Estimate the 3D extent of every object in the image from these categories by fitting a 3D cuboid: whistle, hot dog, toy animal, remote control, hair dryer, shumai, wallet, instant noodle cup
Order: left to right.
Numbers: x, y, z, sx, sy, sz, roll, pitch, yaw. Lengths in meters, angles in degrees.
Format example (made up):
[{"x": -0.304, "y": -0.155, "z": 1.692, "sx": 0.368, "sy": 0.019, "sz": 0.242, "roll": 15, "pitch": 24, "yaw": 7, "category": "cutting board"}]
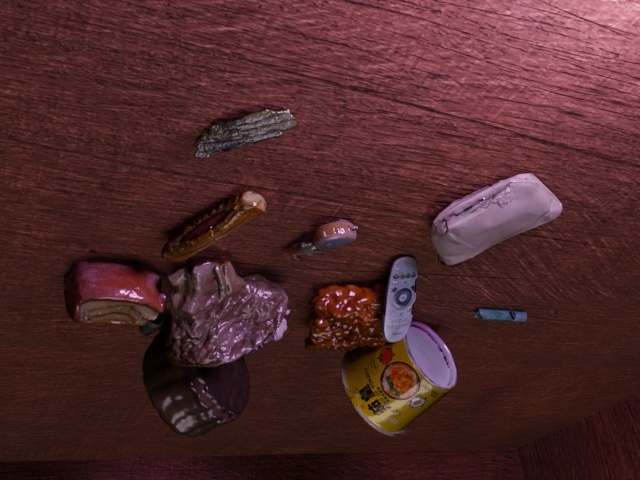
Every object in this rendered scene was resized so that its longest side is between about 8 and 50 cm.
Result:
[{"x": -0.517, "y": 0.215, "z": 2.020, "sx": 0.154, "sy": 0.054, "sz": 0.106, "roll": 20, "pitch": 146, "yaw": -25, "category": "hair dryer"}, {"x": -0.241, "y": -0.030, "z": 1.626, "sx": 0.289, "sy": 0.068, "sz": 0.083, "roll": -30, "pitch": 168, "yaw": 26, "category": "hot dog"}, {"x": -0.273, "y": 0.154, "z": 1.870, "sx": 0.346, "sy": 0.217, "sz": 0.283, "roll": -33, "pitch": 112, "yaw": -11, "category": "shumai"}, {"x": -0.129, "y": 0.239, "z": 2.077, "sx": 0.071, "sy": 0.124, "sz": 0.085, "roll": -19, "pitch": 148, "yaw": 28, "category": "toy animal"}, {"x": 0.000, "y": 0.000, "z": 1.758, "sx": 0.220, "sy": 0.057, "sz": 0.107, "roll": -25, "pitch": 161, "yaw": 35, "category": "whistle"}, {"x": 0.212, "y": 0.159, "z": 1.984, "sx": 0.097, "sy": 0.045, "sz": 0.256, "roll": -3, "pitch": 114, "yaw": -26, "category": "remote control"}, {"x": 0.264, "y": 0.426, "z": 2.351, "sx": 0.325, "sy": 0.325, "sz": 0.254, "roll": 21, "pitch": 131, "yaw": -42, "category": "instant noodle cup"}, {"x": 0.409, "y": -0.049, "z": 1.777, "sx": 0.335, "sy": 0.068, "sz": 0.275, "roll": -25, "pitch": 151, "yaw": 16, "category": "wallet"}, {"x": 0.579, "y": 0.240, "z": 2.360, "sx": 0.186, "sy": 0.039, "sz": 0.039, "roll": 6, "pitch": 148, "yaw": -23, "category": "whistle"}]

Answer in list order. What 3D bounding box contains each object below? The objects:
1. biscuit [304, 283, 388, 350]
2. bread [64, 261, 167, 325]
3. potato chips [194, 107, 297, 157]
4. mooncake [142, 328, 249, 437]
[{"x": 0.114, "y": 0.227, "z": 2.137, "sx": 0.318, "sy": 0.110, "sz": 0.312, "roll": -4, "pitch": 150, "yaw": -8, "category": "biscuit"}, {"x": -0.495, "y": 0.132, "z": 1.788, "sx": 0.244, "sy": 0.123, "sz": 0.190, "roll": 2, "pitch": 148, "yaw": -20, "category": "bread"}, {"x": -0.147, "y": -0.206, "z": 1.376, "sx": 0.207, "sy": 0.028, "sz": 0.092, "roll": -13, "pitch": 150, "yaw": 4, "category": "potato chips"}, {"x": -0.342, "y": 0.382, "z": 2.082, "sx": 0.187, "sy": 0.324, "sz": 0.324, "roll": -26, "pitch": 147, "yaw": 18, "category": "mooncake"}]
